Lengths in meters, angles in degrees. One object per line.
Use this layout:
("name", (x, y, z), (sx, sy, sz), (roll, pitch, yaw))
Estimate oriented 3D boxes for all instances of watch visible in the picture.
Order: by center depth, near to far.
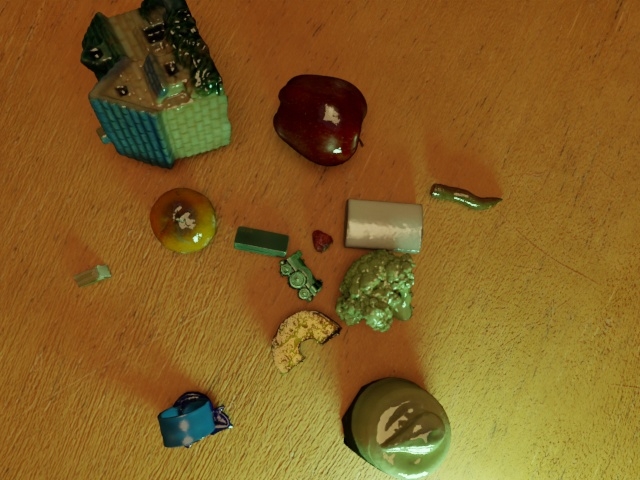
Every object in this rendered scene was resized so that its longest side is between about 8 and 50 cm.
("watch", (-0.419, 0.590, 1.497), (0.196, 0.200, 0.171), (-23, 86, -2))

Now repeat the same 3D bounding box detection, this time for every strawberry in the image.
("strawberry", (0.000, 0.000, 1.622), (0.073, 0.073, 0.083), (-44, 78, -5))

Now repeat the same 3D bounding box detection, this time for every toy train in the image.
("toy train", (-0.069, 0.128, 1.610), (0.104, 0.071, 0.178), (-37, 90, -16))

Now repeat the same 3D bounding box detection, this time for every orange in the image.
("orange", (-0.459, -0.067, 1.534), (0.224, 0.170, 0.224), (0, 86, -6))

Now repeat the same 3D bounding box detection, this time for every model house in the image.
("model house", (-0.542, -0.490, 1.420), (0.400, 0.395, 0.445), (-23, 80, -12))

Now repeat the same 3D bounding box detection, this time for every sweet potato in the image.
("sweet potato", (0.534, -0.152, 1.674), (0.281, 0.067, 0.059), (15, 124, -9))

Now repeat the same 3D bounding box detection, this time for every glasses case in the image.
("glasses case", (-0.204, 0.006, 1.600), (0.184, 0.039, 0.078), (11, 55, -4))

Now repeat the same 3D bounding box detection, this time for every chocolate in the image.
("chocolate", (0.256, 0.627, 1.505), (0.314, 0.297, 0.326), (35, 86, 3))

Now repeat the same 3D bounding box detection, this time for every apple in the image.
("apple", (0.008, -0.404, 1.539), (0.317, 0.288, 0.288), (22, 86, 5))

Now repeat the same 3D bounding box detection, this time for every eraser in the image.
("eraser", (0.221, -0.051, 1.626), (0.270, 0.095, 0.174), (4, 81, -6))

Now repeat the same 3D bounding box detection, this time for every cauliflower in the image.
("cauliflower", (0.203, 0.179, 1.532), (0.281, 0.260, 0.327), (43, 120, 1))

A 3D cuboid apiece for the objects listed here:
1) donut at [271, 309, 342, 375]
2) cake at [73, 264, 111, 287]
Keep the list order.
("donut", (-0.069, 0.322, 1.584), (0.259, 0.101, 0.152), (-36, 90, -4))
("cake", (-0.782, 0.124, 1.571), (0.121, 0.065, 0.052), (-21, 89, 18))
